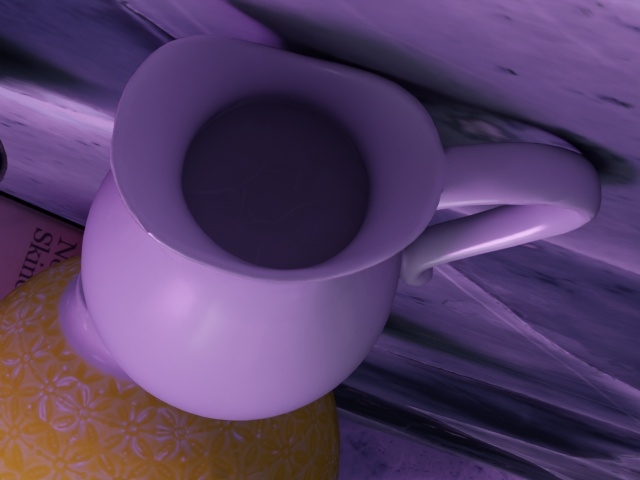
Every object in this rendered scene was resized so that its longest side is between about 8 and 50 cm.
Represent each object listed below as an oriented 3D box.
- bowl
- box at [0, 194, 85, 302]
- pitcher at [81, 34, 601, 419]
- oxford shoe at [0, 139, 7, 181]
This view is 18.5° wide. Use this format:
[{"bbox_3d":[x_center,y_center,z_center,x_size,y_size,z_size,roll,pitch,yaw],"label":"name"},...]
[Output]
[{"bbox_3d":[-0.117,0.090,1.356,0.289,0.289,0.156,19,130,10],"label":"bowl"},{"bbox_3d":[-0.261,0.044,1.546,0.232,0.149,0.127,24,171,-29],"label":"box"},{"bbox_3d":[0.000,0.000,0.752,0.177,0.125,0.207,6,163,-9],"label":"pitcher"},{"bbox_3d":[-0.296,-0.108,0.814,0.146,0.140,0.397,-21,145,28],"label":"oxford shoe"}]
